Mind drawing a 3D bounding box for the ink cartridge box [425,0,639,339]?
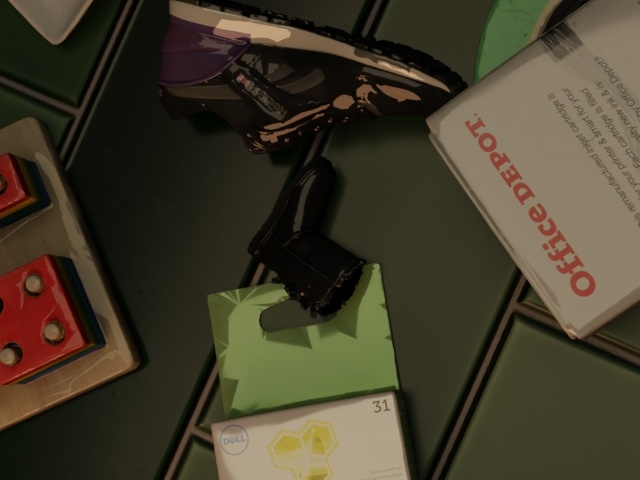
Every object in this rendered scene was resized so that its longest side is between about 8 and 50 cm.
[{"bbox_3d":[0.258,-0.084,1.143,0.289,0.121,0.211,-34,79,7],"label":"ink cartridge box"}]

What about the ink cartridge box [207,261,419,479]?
[{"bbox_3d":[-0.011,0.148,1.292,0.171,0.056,0.235,-11,84,11],"label":"ink cartridge box"}]

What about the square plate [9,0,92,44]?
[{"bbox_3d":[-0.253,-0.421,1.352,0.344,0.049,0.347,46,113,8],"label":"square plate"}]

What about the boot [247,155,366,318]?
[{"bbox_3d":[0.000,0.000,1.297,0.099,0.045,0.121,40,99,27],"label":"boot"}]

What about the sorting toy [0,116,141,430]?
[{"bbox_3d":[-0.336,0.049,1.349,0.255,0.089,0.257,-25,81,9],"label":"sorting toy"}]

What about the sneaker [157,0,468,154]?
[{"bbox_3d":[-0.010,-0.130,1.307,0.283,0.107,0.124,17,103,16],"label":"sneaker"}]

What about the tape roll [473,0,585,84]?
[{"bbox_3d":[0.292,-0.129,1.242,0.321,0.077,0.321,-1,85,12],"label":"tape roll"}]
